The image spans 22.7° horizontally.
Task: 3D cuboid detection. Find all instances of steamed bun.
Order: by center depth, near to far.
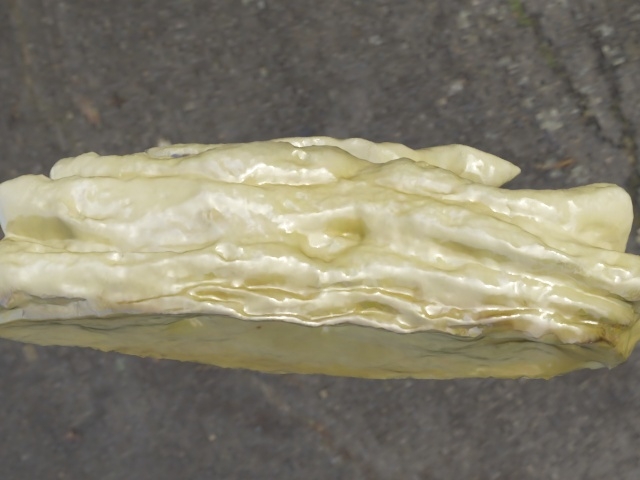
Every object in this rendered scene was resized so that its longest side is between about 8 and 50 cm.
[{"bbox_3d":[0.000,0.000,1.056,0.428,0.247,0.189,2,68,3],"label":"steamed bun"}]
